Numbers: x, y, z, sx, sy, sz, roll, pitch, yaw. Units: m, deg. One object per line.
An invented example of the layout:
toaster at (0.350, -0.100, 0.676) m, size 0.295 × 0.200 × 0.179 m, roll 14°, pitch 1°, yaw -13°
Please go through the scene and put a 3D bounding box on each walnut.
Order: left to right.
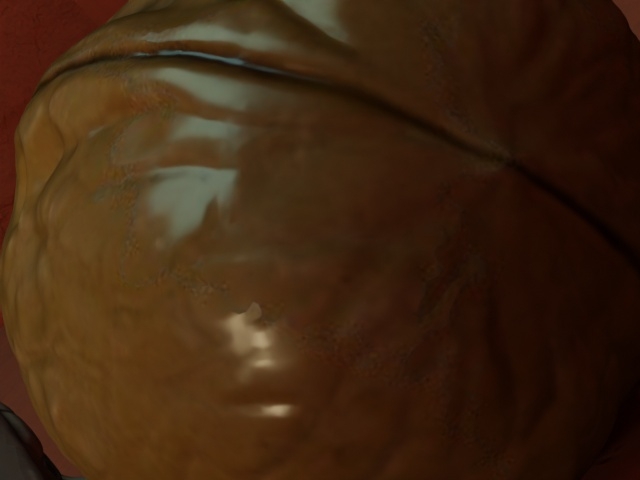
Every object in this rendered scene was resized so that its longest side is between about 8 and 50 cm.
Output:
walnut at (0.000, 0.000, 0.402) m, size 0.165 × 0.165 × 0.197 m, roll -45°, pitch 16°, yaw -17°

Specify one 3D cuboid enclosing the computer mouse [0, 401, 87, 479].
computer mouse at (-0.174, 0.140, 0.639) m, size 0.199 × 0.115 × 0.389 m, roll -47°, pitch 8°, yaw -10°
